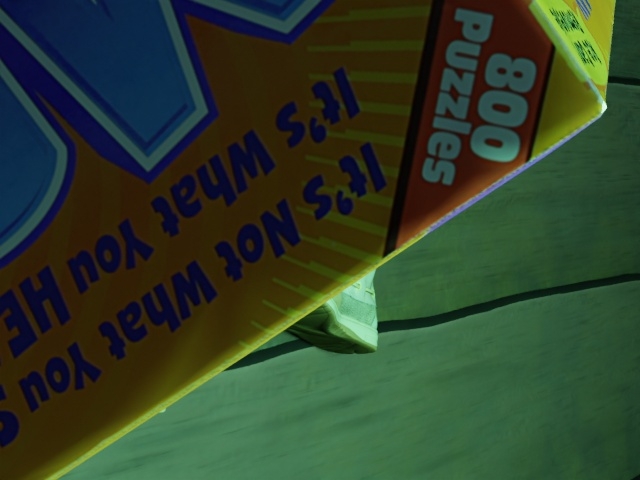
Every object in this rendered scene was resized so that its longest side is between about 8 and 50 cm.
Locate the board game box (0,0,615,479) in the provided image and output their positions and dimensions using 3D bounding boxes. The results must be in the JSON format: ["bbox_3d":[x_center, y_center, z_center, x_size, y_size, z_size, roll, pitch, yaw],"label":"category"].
[{"bbox_3d":[-0.122,-0.134,0.643,0.356,0.356,0.356,54,19,-6],"label":"board game box"}]

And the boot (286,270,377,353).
[{"bbox_3d":[0.000,0.000,1.375,0.213,0.077,0.165,38,55,-58],"label":"boot"}]

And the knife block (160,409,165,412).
[{"bbox_3d":[-0.202,0.040,1.013,0.242,0.088,0.276,21,69,-58],"label":"knife block"}]
